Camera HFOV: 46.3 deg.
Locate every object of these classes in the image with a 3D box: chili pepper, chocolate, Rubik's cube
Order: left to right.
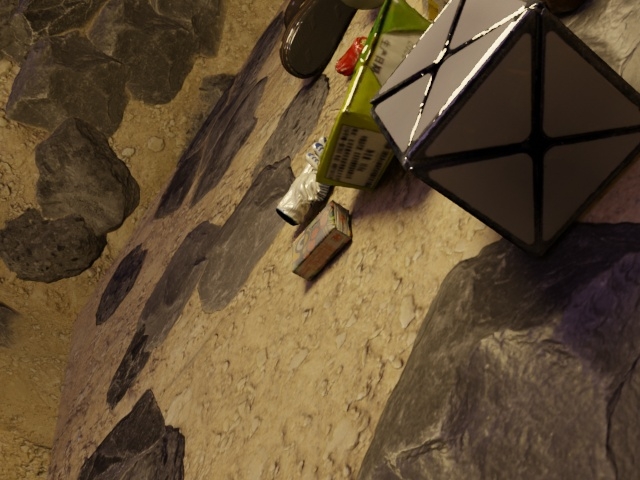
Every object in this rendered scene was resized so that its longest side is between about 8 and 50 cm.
[{"bbox_3d":[0.096,-0.499,2.024,0.073,0.070,0.123,-20,-9,-37],"label":"chili pepper"},{"bbox_3d":[0.115,-0.272,1.493,0.301,0.137,0.289,114,178,-67],"label":"chocolate"},{"bbox_3d":[0.253,-0.175,1.024,0.255,0.260,0.259,-52,25,16],"label":"Rubik's cube"}]

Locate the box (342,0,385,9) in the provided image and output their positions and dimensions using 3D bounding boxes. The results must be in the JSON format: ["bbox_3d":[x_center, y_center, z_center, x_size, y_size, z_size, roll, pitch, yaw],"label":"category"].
[{"bbox_3d":[0.142,-0.762,2.053,0.226,0.226,0.149,-63,23,-12],"label":"box"}]

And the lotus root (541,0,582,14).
[{"bbox_3d":[0.408,-0.448,1.280,0.112,0.081,0.122,-59,21,-7],"label":"lotus root"}]

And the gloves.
[{"bbox_3d":[-0.023,-0.141,1.775,0.229,0.097,0.119,-64,27,-2],"label":"gloves"}]

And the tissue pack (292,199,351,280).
[{"bbox_3d":[0.000,0.000,1.588,0.148,0.060,0.109,-47,26,28],"label":"tissue pack"}]

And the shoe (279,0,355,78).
[{"bbox_3d":[-0.036,-0.683,2.395,0.237,0.171,0.384,9,68,59],"label":"shoe"}]

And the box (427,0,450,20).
[{"bbox_3d":[0.284,-0.589,1.513,0.265,0.097,0.168,77,-148,-61],"label":"box"}]
